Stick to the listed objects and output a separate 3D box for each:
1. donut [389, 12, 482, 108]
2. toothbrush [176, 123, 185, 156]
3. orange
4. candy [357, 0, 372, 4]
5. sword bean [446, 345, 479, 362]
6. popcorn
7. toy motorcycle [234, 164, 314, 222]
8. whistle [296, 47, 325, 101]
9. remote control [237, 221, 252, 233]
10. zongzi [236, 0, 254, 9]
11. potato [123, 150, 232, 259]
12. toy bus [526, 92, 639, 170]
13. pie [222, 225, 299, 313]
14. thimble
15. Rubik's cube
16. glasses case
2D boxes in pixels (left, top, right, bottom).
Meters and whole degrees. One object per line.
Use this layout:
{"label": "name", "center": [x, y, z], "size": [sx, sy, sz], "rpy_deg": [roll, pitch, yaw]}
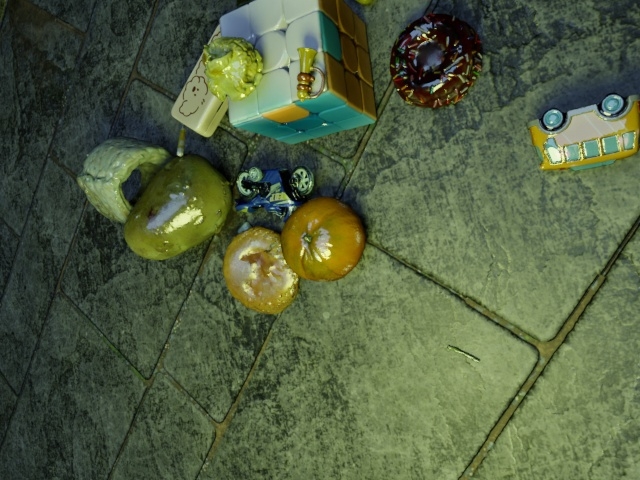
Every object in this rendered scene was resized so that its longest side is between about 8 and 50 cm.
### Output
{"label": "donut", "center": [0.274, -0.444, 1.141], "size": [0.235, 0.089, 0.235], "rpy_deg": [-1, 87, 30]}
{"label": "toothbrush", "center": [-0.438, -0.341, 1.488], "size": [0.288, 0.021, 0.024], "rpy_deg": [-107, 37, -52]}
{"label": "orange", "center": [0.000, 0.000, 1.245], "size": [0.240, 0.171, 0.240], "rpy_deg": [1, 91, 31]}
{"label": "candy", "center": [0.081, -0.718, 1.252], "size": [0.106, 0.094, 0.199], "rpy_deg": [-36, 78, 18]}
{"label": "sword bean", "center": [0.347, 0.276, 1.138], "size": [0.083, 0.012, 0.012], "rpy_deg": [23, 101, 29]}
{"label": "popcorn", "center": [-0.198, -0.390, 1.060], "size": [0.135, 0.162, 0.142], "rpy_deg": [-19, 105, -6]}
{"label": "toy motorcycle", "center": [-0.140, -0.132, 1.365], "size": [0.315, 0.113, 0.169], "rpy_deg": [3, 101, 39]}
{"label": "whistle", "center": [-0.023, -0.356, 1.010], "size": [0.046, 0.057, 0.109], "rpy_deg": [-150, 60, -72]}
{"label": "remote control", "center": [-0.211, 0.000, 1.453], "size": [0.053, 0.018, 0.124], "rpy_deg": [-48, 68, 22]}
{"label": "zongzi", "center": [-0.213, -0.741, 1.447], "size": [0.104, 0.052, 0.113], "rpy_deg": [-19, 67, 20]}
{"label": "potato", "center": [-0.430, -0.087, 1.436], "size": [0.269, 0.219, 0.359], "rpy_deg": [34, 82, 22]}
{"label": "toy bus", "center": [0.547, -0.216, 0.967], "size": [0.209, 0.126, 0.136], "rpy_deg": [-8, 94, 29]}
{"label": "pie", "center": [-0.175, 0.091, 1.393], "size": [0.273, 0.069, 0.274], "rpy_deg": [2, 97, 17]}
{"label": "thimble", "center": [-0.616, -0.191, 1.530], "size": [0.195, 0.291, 0.292], "rpy_deg": [16, 97, 30]}
{"label": "Rubik's cube", "center": [-0.050, -0.438, 1.207], "size": [0.290, 0.291, 0.291], "rpy_deg": [-8, 85, 29]}
{"label": "glasses case", "center": [-0.329, -0.501, 1.461], "size": [0.144, 0.076, 0.337], "rpy_deg": [34, 97, 24]}
